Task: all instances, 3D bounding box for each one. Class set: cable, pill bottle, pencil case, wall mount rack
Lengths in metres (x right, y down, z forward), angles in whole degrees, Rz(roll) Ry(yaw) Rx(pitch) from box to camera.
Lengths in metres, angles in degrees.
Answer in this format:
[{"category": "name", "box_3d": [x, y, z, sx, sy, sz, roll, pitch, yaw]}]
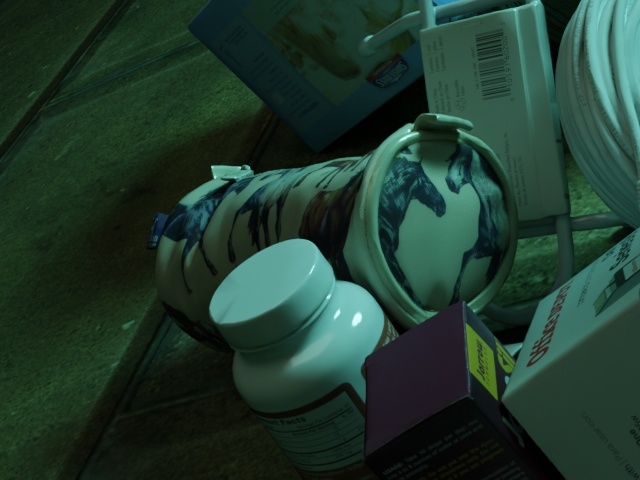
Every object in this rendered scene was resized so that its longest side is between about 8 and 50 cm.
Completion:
[{"category": "cable", "box_3d": [0.309, -0.116, 1.062, 0.257, 0.257, 0.089, -17, -16, -13]}, {"category": "pill bottle", "box_3d": [0.012, 0.109, 1.023, 0.121, 0.216, 0.121, -26, 26, 14]}, {"category": "pencil case", "box_3d": [0.000, 0.000, 1.204, 0.160, 0.184, 0.410, -11, 0, -32]}, {"category": "wall mount rack", "box_3d": [0.137, -0.100, 1.231, 0.304, 0.350, 0.130, -8, -1, 38]}]

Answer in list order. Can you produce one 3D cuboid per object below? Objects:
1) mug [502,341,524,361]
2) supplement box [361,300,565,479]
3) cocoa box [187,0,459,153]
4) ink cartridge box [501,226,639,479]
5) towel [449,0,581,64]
[{"category": "mug", "box_3d": [0.140, 0.110, 1.059, 0.078, 0.062, 0.064, -37, 17, -23]}, {"category": "supplement box", "box_3d": [0.113, 0.144, 0.867, 0.081, 0.188, 0.104, -33, 24, 21]}, {"category": "cocoa box", "box_3d": [0.052, -0.298, 1.578, 0.228, 0.231, 0.347, -52, 10, -32]}, {"category": "ink cartridge box", "box_3d": [0.264, 0.028, 0.844, 0.289, 0.121, 0.211, -40, 1, 21]}, {"category": "towel", "box_3d": [0.329, -0.270, 1.361, 0.370, 0.040, 0.271, -23, -12, 21]}]
